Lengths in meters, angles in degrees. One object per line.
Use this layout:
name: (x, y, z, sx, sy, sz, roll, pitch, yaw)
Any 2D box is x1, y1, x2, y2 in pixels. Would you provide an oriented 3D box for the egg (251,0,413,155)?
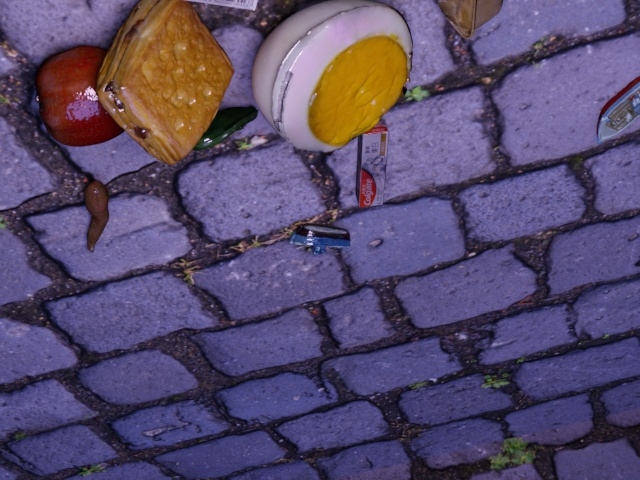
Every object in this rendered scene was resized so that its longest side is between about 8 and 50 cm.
egg: (0.008, -0.297, 1.498, 0.286, 0.174, 0.264, -32, 142, -12)

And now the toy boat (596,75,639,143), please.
toy boat: (0.599, -0.253, 1.746, 0.069, 0.059, 0.173, 19, 135, -31)

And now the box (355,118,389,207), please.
box: (0.102, -0.151, 1.795, 0.055, 0.040, 0.218, -6, 142, -6)

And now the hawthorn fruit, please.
hawthorn fruit: (-0.375, -0.240, 1.492, 0.188, 0.169, 0.169, -5, 143, -12)

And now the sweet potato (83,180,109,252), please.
sweet potato: (-0.450, -0.052, 1.808, 0.050, 0.050, 0.214, 2, 145, -13)

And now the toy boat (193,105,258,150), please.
toy boat: (-0.178, -0.199, 1.575, 0.104, 0.210, 0.052, -10, 107, 16)

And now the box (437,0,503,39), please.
box: (0.234, -0.412, 1.439, 0.111, 0.111, 0.177, -8, 142, -1)

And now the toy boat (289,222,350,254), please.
toy boat: (0.000, 0.000, 1.950, 0.137, 0.060, 0.061, 6, 119, -23)

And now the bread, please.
bread: (-0.252, -0.262, 1.440, 0.099, 0.235, 0.210, 4, 148, 35)

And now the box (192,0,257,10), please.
box: (-0.180, -0.433, 1.347, 0.198, 0.081, 0.135, 3, 140, -18)
